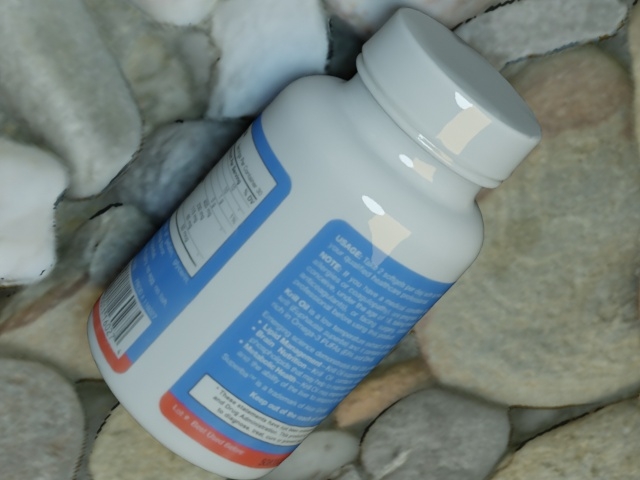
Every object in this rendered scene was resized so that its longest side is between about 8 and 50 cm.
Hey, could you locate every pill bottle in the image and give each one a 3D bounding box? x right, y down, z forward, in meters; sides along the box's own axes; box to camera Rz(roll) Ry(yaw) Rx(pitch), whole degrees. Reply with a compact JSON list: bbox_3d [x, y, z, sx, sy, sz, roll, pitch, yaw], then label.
[{"bbox_3d":[0.000,0.000,0.937,0.124,0.124,0.221,28,114,-40],"label":"pill bottle"}]
